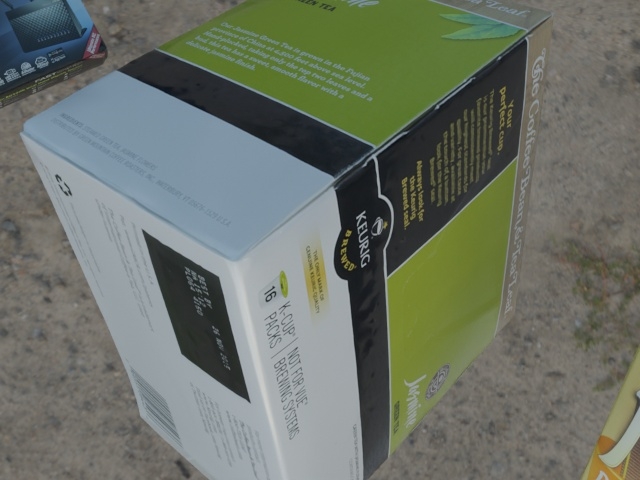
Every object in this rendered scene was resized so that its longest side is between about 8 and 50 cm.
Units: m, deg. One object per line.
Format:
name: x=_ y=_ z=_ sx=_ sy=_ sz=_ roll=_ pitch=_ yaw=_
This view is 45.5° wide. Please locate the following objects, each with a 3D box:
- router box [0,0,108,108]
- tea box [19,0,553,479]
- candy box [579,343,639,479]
router box: x=-0.227 y=-0.149 z=0.540 sx=0.122 sy=0.038 sz=0.092 roll=-30 pitch=95 yaw=-19
tea box: x=0.000 y=0.000 z=0.620 sx=0.220 sy=0.323 sz=0.329 roll=30 pitch=143 yaw=33
candy box: x=0.287 y=0.182 z=0.527 sx=0.087 sy=0.183 sz=0.317 roll=-13 pitch=128 yaw=-26
